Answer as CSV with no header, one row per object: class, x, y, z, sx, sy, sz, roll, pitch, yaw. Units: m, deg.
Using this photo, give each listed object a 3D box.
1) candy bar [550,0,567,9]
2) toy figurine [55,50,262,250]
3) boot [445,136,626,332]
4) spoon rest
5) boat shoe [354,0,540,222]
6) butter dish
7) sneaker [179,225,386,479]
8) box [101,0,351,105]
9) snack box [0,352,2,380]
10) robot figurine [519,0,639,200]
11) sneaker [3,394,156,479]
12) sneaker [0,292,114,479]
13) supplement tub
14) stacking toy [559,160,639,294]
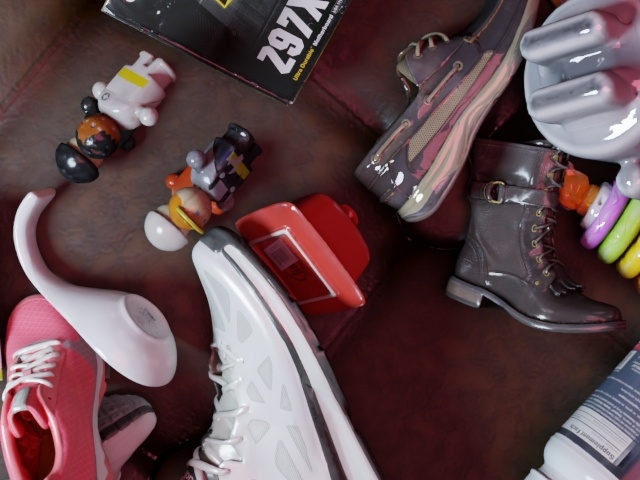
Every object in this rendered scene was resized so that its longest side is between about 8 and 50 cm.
candy bar,0.329,-0.296,1.659,0.040,0.018,0.161,-40,101,-9
toy figurine,-0.192,-0.096,1.474,0.213,0.209,0.148,41,76,-10
boot,0.274,-0.013,1.583,0.263,0.091,0.229,16,97,30
spoon rest,-0.272,0.067,1.523,0.084,0.137,0.276,-41,84,19
boat shoe,0.156,-0.199,1.575,0.130,0.132,0.355,28,82,-4
butter dish,0.000,0.000,1.568,0.118,0.160,0.160,-44,103,-28
sneaker,-0.102,0.222,1.541,0.257,0.169,0.448,-28,102,-9
box,-0.071,-0.353,1.482,0.257,0.079,0.322,26,115,-14
snack box,-0.468,0.071,1.479,0.174,0.070,0.207,-7,98,-33
robot figurine,0.387,-0.192,1.550,0.353,0.199,0.300,4,82,-47
sneaker,-0.312,0.307,1.555,0.297,0.111,0.129,-42,120,-4
sneaker,-0.309,0.181,1.451,0.116,0.136,0.314,-21,59,5
supplement tub,0.412,0.270,1.636,0.191,0.191,0.272,44,86,-12
stacking toy,0.398,-0.021,1.640,0.301,0.175,0.166,31,117,3
